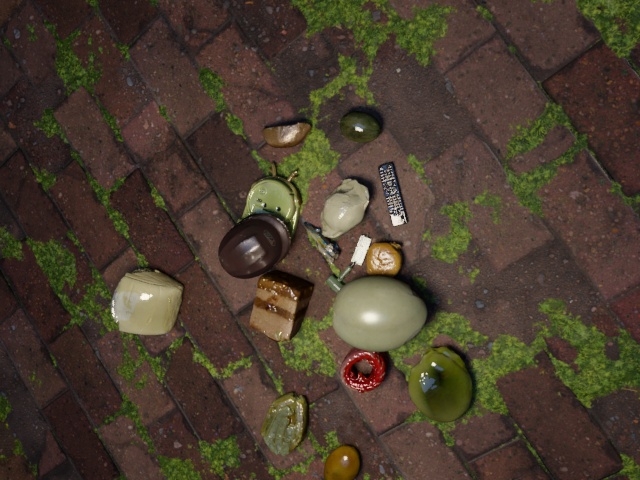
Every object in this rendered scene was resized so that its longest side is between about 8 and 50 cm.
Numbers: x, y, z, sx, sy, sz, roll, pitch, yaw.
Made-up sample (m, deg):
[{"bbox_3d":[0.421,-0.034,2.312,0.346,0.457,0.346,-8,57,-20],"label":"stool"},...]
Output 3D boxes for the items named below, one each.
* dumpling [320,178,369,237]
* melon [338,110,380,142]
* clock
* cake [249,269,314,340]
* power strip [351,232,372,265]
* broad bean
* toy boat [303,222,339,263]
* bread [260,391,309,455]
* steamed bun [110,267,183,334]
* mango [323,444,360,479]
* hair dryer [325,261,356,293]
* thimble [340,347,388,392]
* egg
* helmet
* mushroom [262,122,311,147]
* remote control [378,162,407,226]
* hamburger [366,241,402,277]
[{"bbox_3d":[0.078,-0.128,1.797,0.258,0.147,0.193,-53,49,20],"label":"dumpling"},{"bbox_3d":[0.144,-0.430,1.755,0.167,0.114,0.114,18,100,12],"label":"melon"},{"bbox_3d":[-0.194,-0.154,1.890,0.234,0.096,0.308,19,99,15],"label":"clock"},{"bbox_3d":[-0.170,0.284,1.872,0.196,0.198,0.293,20,101,12],"label":"cake"},{"bbox_3d":[0.165,0.033,1.838,0.050,0.019,0.136,22,101,15],"label":"power strip"},{"bbox_3d":[0.449,0.541,1.747,0.237,0.119,0.291,-8,95,8],"label":"broad bean"},{"bbox_3d":[0.000,0.000,1.861,0.066,0.084,0.210,-46,72,11],"label":"toy boat"},{"bbox_3d":[-0.145,0.754,1.940,0.185,0.124,0.257,19,98,15],"label":"bread"},{"bbox_3d":[-0.763,0.278,2.011,0.273,0.272,0.291,11,102,15],"label":"steamed bun"},{"bbox_3d":[0.082,0.939,1.906,0.136,0.099,0.228,23,109,7],"label":"mango"},{"bbox_3d":[0.091,0.137,1.851,0.071,0.047,0.150,43,108,10],"label":"hair dryer"},{"bbox_3d":[0.173,0.498,1.822,0.189,0.125,0.163,-43,85,15],"label":"thimble"},{"bbox_3d":[0.222,0.270,1.707,0.335,0.278,0.279,4,96,18],"label":"egg"},{"bbox_3d":[-0.274,0.034,1.801,0.305,0.177,0.225,-33,95,38],"label":"helmet"},{"bbox_3d":[-0.139,-0.420,1.863,0.209,0.072,0.094,0,104,16],"label":"mushroom"},{"bbox_3d":[0.277,-0.177,1.783,0.063,0.025,0.245,-13,91,18],"label":"remote control"},{"bbox_3d":[0.246,0.076,1.786,0.138,0.083,0.147,5,99,12],"label":"hamburger"}]
